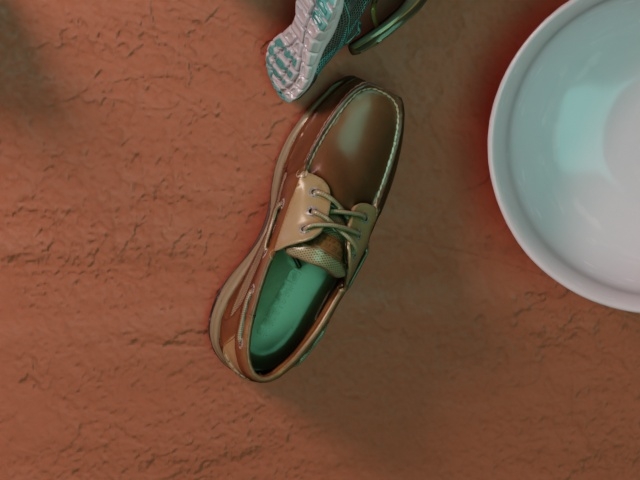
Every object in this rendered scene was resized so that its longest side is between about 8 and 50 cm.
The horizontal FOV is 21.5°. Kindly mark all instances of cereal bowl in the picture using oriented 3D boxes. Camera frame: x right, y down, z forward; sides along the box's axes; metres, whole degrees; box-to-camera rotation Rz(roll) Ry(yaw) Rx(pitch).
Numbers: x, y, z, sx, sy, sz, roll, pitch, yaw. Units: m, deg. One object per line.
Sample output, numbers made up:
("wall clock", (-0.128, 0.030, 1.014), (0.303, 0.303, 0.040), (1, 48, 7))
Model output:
("cereal bowl", (0.342, -0.099, 1.687), (0.338, 0.141, 0.339), (1, 96, 13))

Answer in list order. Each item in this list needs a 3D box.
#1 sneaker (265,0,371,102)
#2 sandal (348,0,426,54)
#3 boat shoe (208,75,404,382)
("sneaker", (0.004, -0.194, 1.616), (0.076, 0.166, 0.065), (-16, 65, -35))
("sandal", (0.087, -0.251, 1.651), (0.049, 0.072, 0.180), (43, 89, -5))
("boat shoe", (0.000, 0.000, 1.663), (0.122, 0.120, 0.324), (21, 98, -19))
